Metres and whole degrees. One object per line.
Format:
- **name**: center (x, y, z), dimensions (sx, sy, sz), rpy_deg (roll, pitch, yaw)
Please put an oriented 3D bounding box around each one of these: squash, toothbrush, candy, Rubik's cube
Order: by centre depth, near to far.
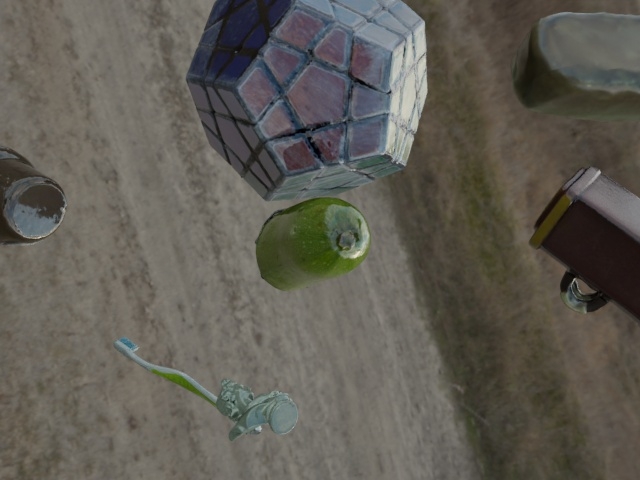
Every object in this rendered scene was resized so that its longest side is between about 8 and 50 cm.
- **squash**: center (0.000, 0.000, 0.750), dimensions (0.095, 0.188, 0.095), rpy_deg (2, 83, -20)
- **candy**: center (0.339, -0.195, 0.840), dimensions (0.104, 0.233, 0.102), rpy_deg (98, -9, -77)
- **Rubik's cube**: center (-0.011, -0.201, 0.954), dimensions (0.264, 0.319, 0.319), rpy_deg (32, 45, -40)
- **toothbrush**: center (-0.191, 0.203, 1.035), dimensions (0.026, 0.263, 0.022), rpy_deg (-35, 145, -48)

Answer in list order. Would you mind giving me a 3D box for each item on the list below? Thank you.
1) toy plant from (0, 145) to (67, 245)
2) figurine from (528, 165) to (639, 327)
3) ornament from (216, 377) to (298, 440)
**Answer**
- **toy plant**: center (-0.356, -0.047, 0.752), dimensions (0.143, 0.200, 0.105), rpy_deg (-21, 118, -57)
- **figurine**: center (0.237, 0.025, 0.584), dimensions (0.154, 0.098, 0.082), rpy_deg (41, 33, 14)
- **ornament**: center (-0.058, 0.152, 0.661), dimensions (0.068, 0.092, 0.041), rpy_deg (-37, 118, -61)
